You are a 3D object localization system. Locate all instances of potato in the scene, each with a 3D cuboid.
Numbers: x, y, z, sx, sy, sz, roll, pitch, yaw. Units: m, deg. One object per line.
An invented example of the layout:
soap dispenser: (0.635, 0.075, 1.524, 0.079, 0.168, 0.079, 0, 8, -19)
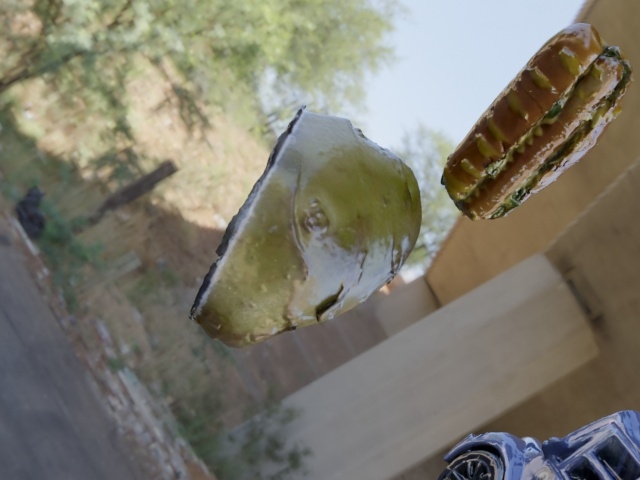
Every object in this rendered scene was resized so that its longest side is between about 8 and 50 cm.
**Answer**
potato: (0.000, 0.000, 1.183, 0.196, 0.299, 0.246, 28, -42, 1)

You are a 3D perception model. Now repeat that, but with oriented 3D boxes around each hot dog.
hot dog: (0.229, -0.113, 1.140, 0.115, 0.269, 0.072, 23, 42, -13)

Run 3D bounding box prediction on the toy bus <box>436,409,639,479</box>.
toy bus: (0.167, 0.186, 0.531, 0.125, 0.133, 0.292, 44, 8, -23)
